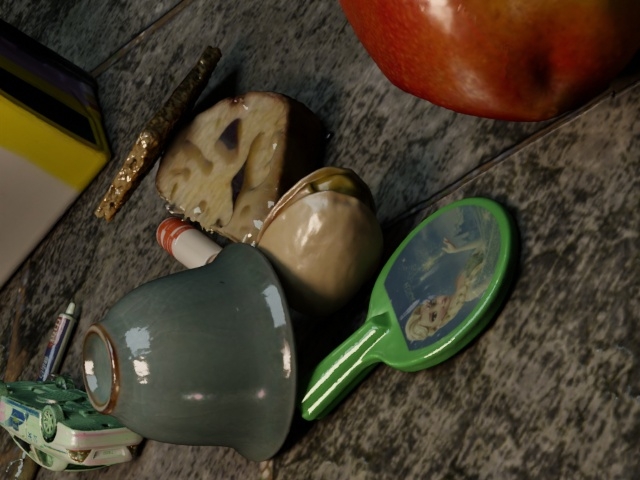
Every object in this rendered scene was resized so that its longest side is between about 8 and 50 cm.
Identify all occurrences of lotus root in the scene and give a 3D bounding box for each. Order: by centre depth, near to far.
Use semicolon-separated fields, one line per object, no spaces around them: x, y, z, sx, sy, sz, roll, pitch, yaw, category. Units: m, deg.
-0.070;-0.068;1.935;0.260;0.074;0.170;17;76;58;lotus root

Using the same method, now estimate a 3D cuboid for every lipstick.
-0.127;0.010;1.981;0.038;0.038;0.130;-59;31;2;lipstick

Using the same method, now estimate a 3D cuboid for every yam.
-0.316;0.249;2.064;0.027;0.029;0.234;9;66;14;yam

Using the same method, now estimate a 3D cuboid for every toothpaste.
-0.295;0.133;2.142;0.037;0.021;0.140;-5;63;59;toothpaste

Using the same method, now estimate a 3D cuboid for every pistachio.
0.000;0.000;1.733;0.113;0.113;0.149;-106;24;-51;pistachio

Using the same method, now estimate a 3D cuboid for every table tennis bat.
0.070;0.064;1.655;0.257;0.039;0.160;-44;32;21;table tennis bat

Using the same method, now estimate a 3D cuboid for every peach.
0.146;-0.246;1.576;0.308;0.307;0.332;-35;52;35;peach

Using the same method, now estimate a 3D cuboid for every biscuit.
-0.168;-0.115;2.061;0.131;0.025;0.231;-56;3;35;biscuit

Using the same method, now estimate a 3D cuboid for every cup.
-0.128;0.107;1.718;0.199;0.150;0.199;20;112;61;cup

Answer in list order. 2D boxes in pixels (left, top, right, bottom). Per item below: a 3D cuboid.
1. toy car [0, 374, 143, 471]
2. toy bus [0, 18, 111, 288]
-0.264;0.189;1.983;0.224;0.090;0.076;12;103;56;toy car
-0.466;-0.036;2.353;0.440;0.209;0.249;-47;35;17;toy bus
